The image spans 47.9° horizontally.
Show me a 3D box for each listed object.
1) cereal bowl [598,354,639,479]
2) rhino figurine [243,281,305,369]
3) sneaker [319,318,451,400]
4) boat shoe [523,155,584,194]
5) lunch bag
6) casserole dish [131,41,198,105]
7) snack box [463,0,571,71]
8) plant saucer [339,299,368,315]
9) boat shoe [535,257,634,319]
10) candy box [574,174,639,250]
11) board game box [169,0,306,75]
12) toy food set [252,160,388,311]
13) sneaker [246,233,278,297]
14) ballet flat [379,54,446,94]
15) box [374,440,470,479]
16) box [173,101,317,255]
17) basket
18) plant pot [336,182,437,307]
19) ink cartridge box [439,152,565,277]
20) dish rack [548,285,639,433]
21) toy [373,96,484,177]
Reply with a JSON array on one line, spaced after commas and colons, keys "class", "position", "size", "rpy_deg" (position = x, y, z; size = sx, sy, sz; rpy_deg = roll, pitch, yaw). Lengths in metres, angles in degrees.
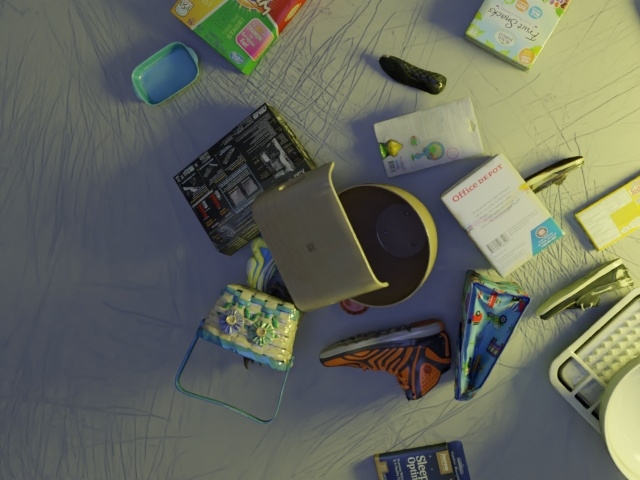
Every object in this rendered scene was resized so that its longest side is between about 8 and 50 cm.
[{"class": "cereal bowl", "position": [0.785, 0.395, 1.598], "size": [0.339, 0.141, 0.338], "rpy_deg": [0, 94, 8]}, {"class": "rhino figurine", "position": [-0.127, 0.229, 1.824], "size": [0.106, 0.073, 0.243], "rpy_deg": [33, 100, 7]}, {"class": "sneaker", "position": [0.164, 0.312, 1.761], "size": [0.321, 0.124, 0.179], "rpy_deg": [-13, 92, 9]}, {"class": "boat shoe", "position": [0.553, -0.152, 1.705], "size": [0.152, 0.056, 0.049], "rpy_deg": [-24, 101, 14]}, {"class": "lunch bag", "position": [0.371, 0.235, 1.675], "size": [0.138, 0.221, 0.293], "rpy_deg": [16, 96, 7]}, {"class": "casserole dish", "position": [-0.389, -0.420, 1.826], "size": [0.189, 0.037, 0.114], "rpy_deg": [-31, 90, 10]}, {"class": "snack box", "position": [0.462, -0.526, 1.675], "size": [0.175, 0.070, 0.207], "rpy_deg": [30, 100, 4]}, {"class": "plant saucer", "position": [0.087, 0.147, 1.815], "size": [0.084, 0.013, 0.083], "rpy_deg": [1, 96, 9]}, {"class": "boat shoe", "position": [0.622, 0.130, 1.700], "size": [0.233, 0.084, 0.079], "rpy_deg": [-31, 89, 7]}, {"class": "candy box", "position": [0.716, -0.072, 1.697], "size": [0.206, 0.027, 0.105], "rpy_deg": [-32, 87, 9]}, {"class": "board game box", "position": [-0.177, -0.607, 1.764], "size": [0.242, 0.064, 0.316], "rpy_deg": [40, 99, 3]}, {"class": "toy food set", "position": [0.000, 0.000, 1.624], "size": [0.220, 0.092, 0.306], "rpy_deg": [-20, 100, 31]}, {"class": "sneaker", "position": [-0.113, 0.040, 1.796], "size": [0.126, 0.091, 0.239], "rpy_deg": [5, 95, 7]}, {"class": "ballet flat", "position": [0.221, -0.403, 1.740], "size": [0.173, 0.057, 0.049], "rpy_deg": [27, 57, 4]}, {"class": "box", "position": [0.259, 0.589, 1.816], "size": [0.226, 0.036, 0.136], "rpy_deg": [-13, 93, 8]}, {"class": "box", "position": [-0.176, -0.149, 1.758], "size": [0.307, 0.076, 0.242], "rpy_deg": [-38, 69, 9]}, {"class": "basket", "position": [-0.185, 0.257, 1.697], "size": [0.255, 0.201, 0.288], "rpy_deg": [18, 91, 6]}, {"class": "plant pot", "position": [0.156, -0.004, 1.686], "size": [0.284, 0.191, 0.283], "rpy_deg": [7, 105, 28]}, {"class": "ink cartridge box", "position": [0.412, -0.062, 1.671], "size": [0.171, 0.168, 0.232], "rpy_deg": [-37, 89, 9]}, {"class": "dish rack", "position": [0.738, 0.296, 1.703], "size": [0.285, 0.072, 0.333], "rpy_deg": [45, 99, 3]}, {"class": "toy", "position": [0.260, -0.247, 1.736], "size": [0.238, 0.056, 0.136], "rpy_deg": [-14, 96, 14]}]
